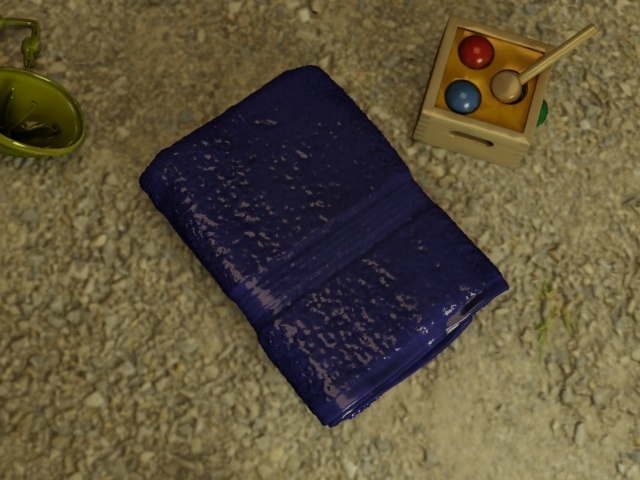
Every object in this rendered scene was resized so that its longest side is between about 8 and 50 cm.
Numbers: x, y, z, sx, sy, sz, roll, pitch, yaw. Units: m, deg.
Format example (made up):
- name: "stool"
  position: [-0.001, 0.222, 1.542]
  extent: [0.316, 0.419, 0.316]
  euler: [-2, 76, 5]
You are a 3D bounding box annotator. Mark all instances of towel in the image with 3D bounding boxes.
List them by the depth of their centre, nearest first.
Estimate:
- name: "towel"
  position: [0.000, 0.000, 1.241]
  extent: [0.227, 0.076, 0.308]
  euler: [-34, 78, -20]

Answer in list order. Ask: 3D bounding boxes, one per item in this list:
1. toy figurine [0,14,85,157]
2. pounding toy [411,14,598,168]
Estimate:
- name: "toy figurine"
  position: [-0.432, -0.107, 1.216]
  extent: [0.362, 0.217, 0.191]
  euler: [5, 48, -47]
- name: "pounding toy"
  position: [0.179, -0.154, 1.279]
  extent: [0.141, 0.100, 0.130]
  euler: [17, 73, 2]
